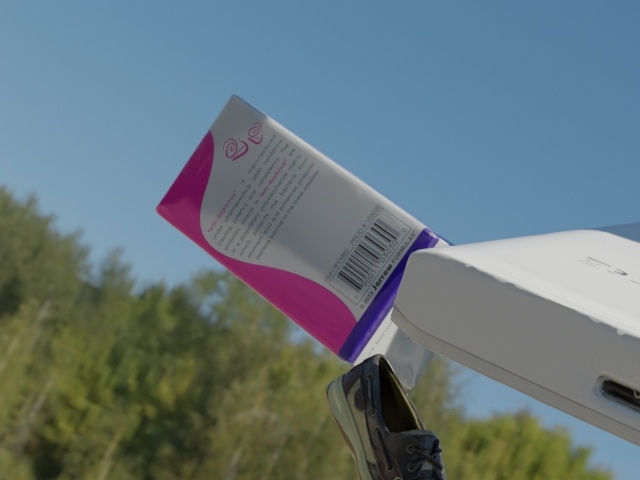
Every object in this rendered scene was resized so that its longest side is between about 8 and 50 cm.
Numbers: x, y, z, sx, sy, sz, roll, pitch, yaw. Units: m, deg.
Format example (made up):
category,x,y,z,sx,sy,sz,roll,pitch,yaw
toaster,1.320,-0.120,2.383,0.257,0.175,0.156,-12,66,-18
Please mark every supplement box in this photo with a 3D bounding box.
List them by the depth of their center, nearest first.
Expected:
category,x,y,z,sx,sy,sz,roll,pitch,yaw
supplement box,0.000,0.000,1.199,0.220,0.111,0.114,37,4,32

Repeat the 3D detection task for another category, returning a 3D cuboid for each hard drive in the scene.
category,x,y,z,sx,sy,sz,roll,pitch,yaw
hard drive,0.216,0.052,0.783,0.233,0.047,0.353,23,15,27

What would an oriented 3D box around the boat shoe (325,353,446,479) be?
category,x,y,z,sx,sy,sz,roll,pitch,yaw
boat shoe,0.053,0.139,1.038,0.056,0.049,0.152,9,41,-48
